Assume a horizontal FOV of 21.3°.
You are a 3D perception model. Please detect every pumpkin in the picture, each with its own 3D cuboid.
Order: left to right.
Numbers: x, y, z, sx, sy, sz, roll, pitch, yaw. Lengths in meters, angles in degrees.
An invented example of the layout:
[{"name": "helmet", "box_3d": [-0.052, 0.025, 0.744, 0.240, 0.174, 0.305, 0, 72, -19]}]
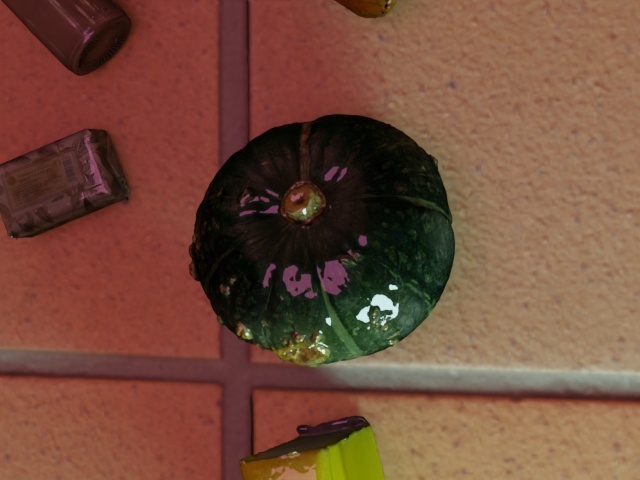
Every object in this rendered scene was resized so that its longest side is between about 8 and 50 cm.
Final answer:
[{"name": "pumpkin", "box_3d": [0.002, 0.000, 1.210, 0.190, 0.146, 0.190, -8, 75, 30]}]

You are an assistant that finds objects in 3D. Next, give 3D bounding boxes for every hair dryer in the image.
[{"name": "hair dryer", "box_3d": [-0.162, -0.228, 1.306, 0.182, 0.064, 0.117, -45, 78, 4]}]

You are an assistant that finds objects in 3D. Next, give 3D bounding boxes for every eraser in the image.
[{"name": "eraser", "box_3d": [0.015, 0.245, 1.207, 0.069, 0.158, 0.226, -14, 87, 13]}]

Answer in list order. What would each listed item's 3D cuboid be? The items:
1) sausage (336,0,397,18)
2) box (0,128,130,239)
[{"name": "sausage", "box_3d": [-0.052, -0.293, 1.247, 0.330, 0.102, 0.102, 45, 102, 7]}, {"name": "box", "box_3d": [-0.203, -0.044, 1.322, 0.098, 0.045, 0.062, -19, 86, 17]}]
